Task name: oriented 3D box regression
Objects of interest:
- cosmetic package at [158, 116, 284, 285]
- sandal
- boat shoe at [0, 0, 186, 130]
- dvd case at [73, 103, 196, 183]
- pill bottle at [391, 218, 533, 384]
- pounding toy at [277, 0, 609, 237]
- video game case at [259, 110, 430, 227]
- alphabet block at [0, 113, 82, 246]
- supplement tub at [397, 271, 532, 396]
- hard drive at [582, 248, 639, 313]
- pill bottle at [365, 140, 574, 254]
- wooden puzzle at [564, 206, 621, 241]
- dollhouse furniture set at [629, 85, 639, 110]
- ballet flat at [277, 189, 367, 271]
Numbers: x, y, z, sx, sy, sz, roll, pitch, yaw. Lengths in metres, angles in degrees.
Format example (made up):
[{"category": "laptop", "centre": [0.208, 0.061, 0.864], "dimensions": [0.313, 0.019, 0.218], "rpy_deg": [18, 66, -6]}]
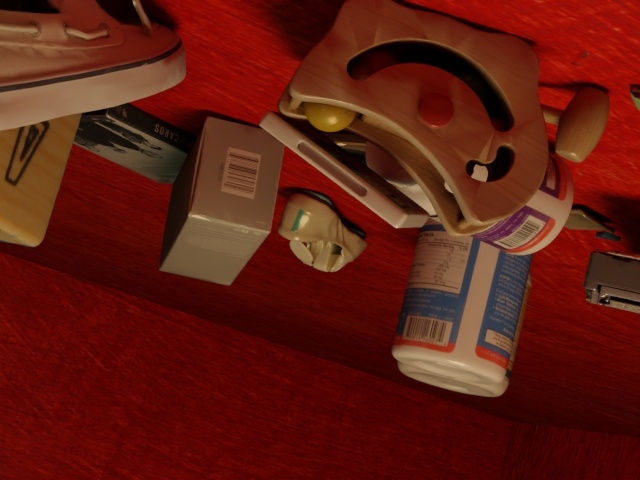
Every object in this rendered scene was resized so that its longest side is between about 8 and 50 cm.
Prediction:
[{"category": "cosmetic package", "centre": [-0.119, -0.041, 1.678], "dimensions": [0.107, 0.127, 0.238], "rpy_deg": [13, 159, -14]}, {"category": "sandal", "centre": [0.055, -0.071, 1.559], "dimensions": [0.090, 0.060, 0.219], "rpy_deg": [5, 166, 40]}, {"category": "boat shoe", "centre": [-0.230, -0.187, 1.178], "dimensions": [0.135, 0.156, 0.367], "rpy_deg": [4, -165, 27]}, {"category": "dvd case", "centre": [-0.226, -0.121, 1.766], "dimensions": [0.179, 0.030, 0.238], "rpy_deg": [4, 165, 44]}, {"category": "pill bottle", "centre": [0.158, 0.031, 1.508], "dimensions": [0.124, 0.222, 0.124], "rpy_deg": [15, 169, 3]}, {"category": "pounding toy", "centre": [0.096, -0.086, 1.176], "dimensions": [0.269, 0.154, 0.155], "rpy_deg": [17, 169, -7]}, {"category": "video game case", "centre": [0.024, -0.058, 1.219], "dimensions": [0.143, 0.019, 0.157], "rpy_deg": [37, -172, 9]}, {"category": "alphabet block", "centre": [-0.401, -0.120, 1.572], "dimensions": [0.192, 0.193, 0.197], "rpy_deg": [9, 168, 18]}, {"category": "supplement tub", "centre": [0.187, 0.086, 1.809], "dimensions": [0.144, 0.200, 0.144], "rpy_deg": [15, 169, 3]}, {"category": "hard drive", "centre": [0.435, 0.066, 1.570], "dimensions": [0.236, 0.064, 0.339], "rpy_deg": [12, -178, 23]}, {"category": "pill bottle", "centre": [0.139, -0.064, 1.353], "dimensions": [0.193, 0.108, 0.108], "rpy_deg": [23, 167, -35]}, {"category": "wooden puzzle", "centre": [0.286, -0.026, 1.609], "dimensions": [0.078, 0.014, 0.116], "rpy_deg": [11, 169, 40]}, {"category": "dollhouse furniture set", "centre": [0.322, -0.081, 1.152], "dimensions": [0.151, 0.059, 0.076], "rpy_deg": [7, 167, 33]}, {"category": "ballet flat", "centre": [0.000, 0.000, 1.940], "dimensions": [0.086, 0.086, 0.248], "rpy_deg": [11, 169, 20]}]
